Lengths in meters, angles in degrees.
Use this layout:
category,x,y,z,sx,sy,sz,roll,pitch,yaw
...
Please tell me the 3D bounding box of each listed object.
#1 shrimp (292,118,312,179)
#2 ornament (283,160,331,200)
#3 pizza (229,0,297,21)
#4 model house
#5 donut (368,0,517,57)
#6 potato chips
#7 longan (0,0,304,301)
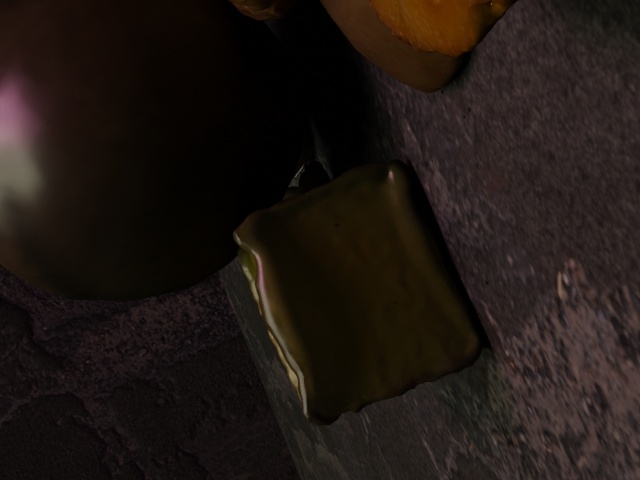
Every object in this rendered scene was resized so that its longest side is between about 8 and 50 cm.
category,x,y,z,sx,sy,sz,roll,pitch,yaw
shrimp,-0.099,-0.090,1.206,0.126,0.223,0.047,35,-141,-22
ornament,0.000,0.000,1.189,0.230,0.061,0.245,42,154,62
pizza,-0.104,-0.299,0.785,0.435,0.080,0.392,49,-171,-50
model house,0.015,0.062,0.940,0.193,0.174,0.234,66,165,7
donut,0.042,-0.213,0.459,0.253,0.118,0.254,161,90,-79
potato chips,0.031,-0.188,0.702,0.208,0.061,0.195,54,164,45
longan,-0.179,-0.107,0.978,0.361,0.361,0.361,158,90,-79
